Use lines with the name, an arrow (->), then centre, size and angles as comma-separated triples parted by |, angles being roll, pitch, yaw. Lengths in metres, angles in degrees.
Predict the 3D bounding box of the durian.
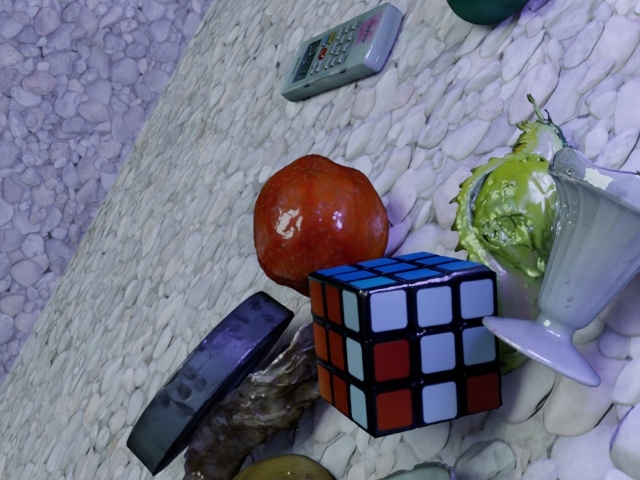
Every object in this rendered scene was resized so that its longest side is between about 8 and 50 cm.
durian -> 0.227, -0.032, 0.944 | 0.132, 0.106, 0.375 | -12, 58, 49

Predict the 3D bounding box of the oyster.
oyster -> -0.069, 0.231, 1.198 | 0.396, 0.111, 0.204 | -46, -3, 15

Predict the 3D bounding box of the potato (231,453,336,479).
potato -> -0.078, 0.395, 1.050 | 0.239, 0.116, 0.299 | -62, 25, 7

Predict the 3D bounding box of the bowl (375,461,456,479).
bowl -> 0.034, 0.365, 0.802 | 0.313, 0.146, 0.313 | -31, -6, -4

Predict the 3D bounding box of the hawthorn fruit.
hawthorn fruit -> 0.000, 0.000, 1.200 | 0.205, 0.205, 0.253 | -40, 39, 34

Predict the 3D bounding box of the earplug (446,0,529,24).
earplug -> 0.305, -0.451, 1.205 | 0.280, 0.164, 0.257 | -42, -6, 10

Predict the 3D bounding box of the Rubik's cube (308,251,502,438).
Rubik's cube -> 0.091, 0.106, 0.902 | 0.160, 0.162, 0.163 | -167, 72, -69

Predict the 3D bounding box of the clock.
clock -> -0.165, 0.213, 1.231 | 0.319, 0.066, 0.319 | -50, -6, -8

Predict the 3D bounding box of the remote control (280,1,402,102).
remote control -> 0.035, -0.378, 1.659 | 0.344, 0.050, 0.145 | -5, 59, 59

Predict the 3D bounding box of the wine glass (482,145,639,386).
wine glass -> 0.256, 0.025, 0.786 | 0.196, 0.165, 0.165 | -60, 27, 8
